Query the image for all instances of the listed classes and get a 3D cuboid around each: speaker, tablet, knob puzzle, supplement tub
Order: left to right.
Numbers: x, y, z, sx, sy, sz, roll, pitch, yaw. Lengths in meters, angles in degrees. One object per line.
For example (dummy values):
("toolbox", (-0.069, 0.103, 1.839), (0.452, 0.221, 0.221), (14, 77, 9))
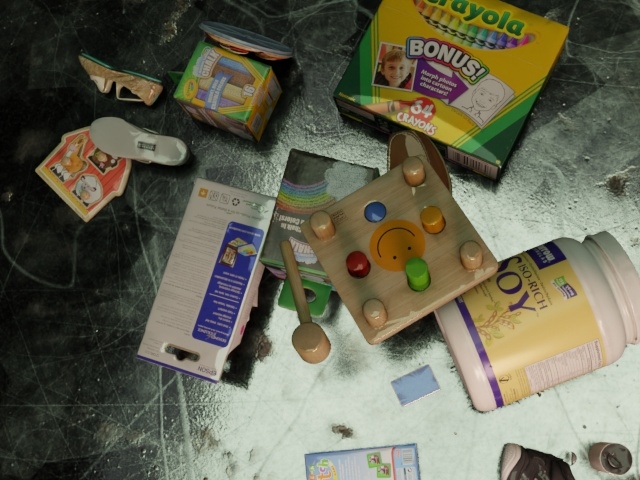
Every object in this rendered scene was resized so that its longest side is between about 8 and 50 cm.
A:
("knob puzzle", (-0.487, -0.165, 1.848), (0.213, 0.030, 0.213), (-2, 77, 8))
("tablet", (0.181, 0.277, 1.663), (0.083, 0.006, 0.054), (-26, 76, 3))
("supplement tub", (0.386, 0.137, 1.542), (0.331, 0.241, 0.241), (-22, 76, 3))
("speaker", (0.506, 0.381, 1.524), (0.055, 0.136, 0.055), (-2, 77, 9))

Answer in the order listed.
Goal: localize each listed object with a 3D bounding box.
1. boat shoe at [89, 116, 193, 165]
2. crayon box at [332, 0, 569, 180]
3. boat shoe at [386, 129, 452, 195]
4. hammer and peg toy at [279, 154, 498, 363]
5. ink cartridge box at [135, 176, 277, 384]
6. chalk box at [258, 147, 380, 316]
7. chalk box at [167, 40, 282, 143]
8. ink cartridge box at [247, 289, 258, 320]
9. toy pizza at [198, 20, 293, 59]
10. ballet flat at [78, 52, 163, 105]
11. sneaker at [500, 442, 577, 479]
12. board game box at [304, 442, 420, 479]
("boat shoe", (-0.374, -0.197, 1.817), (0.219, 0.070, 0.078), (18, 89, 7))
("crayon box", (0.257, -0.337, 1.732), (0.363, 0.106, 0.313), (25, 83, 13))
("boat shoe", (0.186, -0.047, 1.634), (0.122, 0.120, 0.324), (-11, 91, 21))
("hammer and peg toy", (0.079, 0.032, 1.467), (0.361, 0.127, 0.266), (-30, 65, -1))
("ink cartridge box", (-0.209, 0.075, 1.673), (0.175, 0.069, 0.371), (16, 79, 13))
("chalk box", (0.000, 0.000, 1.664), (0.180, 0.179, 0.289), (14, 81, 10))
("chalk box", (-0.207, -0.310, 1.784), (0.213, 0.132, 0.132), (23, 83, 11))
("ink cartridge box", (-0.180, 0.076, 1.733), (0.104, 0.060, 0.180), (0, 78, 10))
("toy pizza", (-0.153, -0.401, 1.773), (0.201, 0.201, 0.032), (23, 108, 13))
("ballet flat", (-0.437, -0.340, 1.860), (0.206, 0.073, 0.067), (21, 96, 16))
("sneaker", (0.394, 0.497, 1.532), (0.153, 0.101, 0.269), (0, 75, 11))
("board game box", (0.082, 0.468, 1.620), (0.211, 0.039, 0.160), (-7, 77, 6))
